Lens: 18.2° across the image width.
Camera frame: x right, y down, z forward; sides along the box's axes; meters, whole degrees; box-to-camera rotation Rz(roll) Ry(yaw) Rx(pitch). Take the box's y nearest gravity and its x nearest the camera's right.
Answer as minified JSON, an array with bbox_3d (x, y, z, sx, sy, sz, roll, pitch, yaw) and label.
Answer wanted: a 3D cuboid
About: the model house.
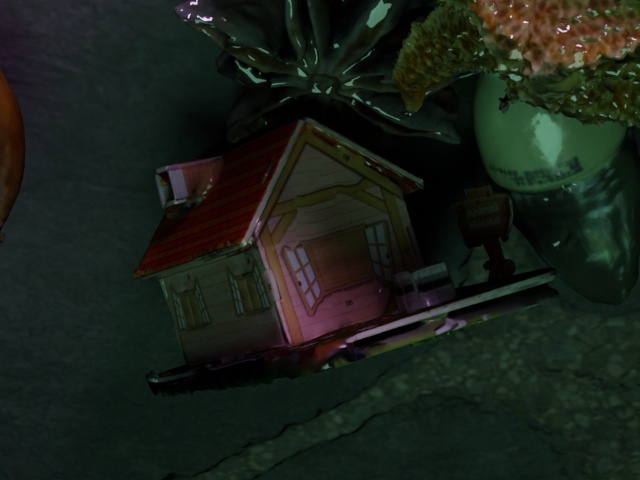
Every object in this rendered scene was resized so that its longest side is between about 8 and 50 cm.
[{"bbox_3d":[-0.001,0.000,1.311,0.207,0.154,0.294,-18,-179,-27],"label":"model house"}]

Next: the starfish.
[{"bbox_3d":[0.156,-0.090,1.037,0.293,0.084,0.301,11,160,14],"label":"starfish"}]

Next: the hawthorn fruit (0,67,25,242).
[{"bbox_3d":[-0.345,-0.033,1.244,0.300,0.268,0.268,17,131,-8],"label":"hawthorn fruit"}]

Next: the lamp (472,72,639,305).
[{"bbox_3d":[0.156,-0.057,1.293,0.101,0.101,0.250,-15,126,17],"label":"lamp"}]

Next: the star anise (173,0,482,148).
[{"bbox_3d":[-0.005,-0.128,1.250,0.209,0.089,0.231,-25,126,39],"label":"star anise"}]
